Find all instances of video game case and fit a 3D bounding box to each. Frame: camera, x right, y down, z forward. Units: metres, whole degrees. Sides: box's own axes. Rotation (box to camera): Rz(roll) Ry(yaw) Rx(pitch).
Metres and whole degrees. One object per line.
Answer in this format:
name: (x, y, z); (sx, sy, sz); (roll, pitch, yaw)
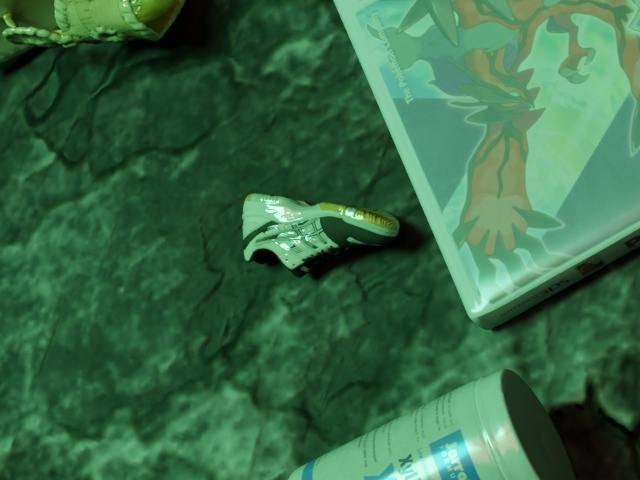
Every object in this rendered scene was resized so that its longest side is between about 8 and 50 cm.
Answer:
video game case: (0.113, -0.087, 0.882); (0.183, 0.023, 0.201); (-31, 59, 16)

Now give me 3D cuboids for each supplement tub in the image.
supplement tub: (0.046, 0.106, 0.815); (0.107, 0.071, 0.071); (-29, 60, 17)

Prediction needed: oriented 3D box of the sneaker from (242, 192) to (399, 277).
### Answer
sneaker: (0.000, 0.000, 0.911); (0.083, 0.032, 0.037); (6, 88, 36)

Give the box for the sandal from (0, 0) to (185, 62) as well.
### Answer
sandal: (-0.092, -0.139, 0.979); (0.240, 0.088, 0.079); (-33, 55, 7)
